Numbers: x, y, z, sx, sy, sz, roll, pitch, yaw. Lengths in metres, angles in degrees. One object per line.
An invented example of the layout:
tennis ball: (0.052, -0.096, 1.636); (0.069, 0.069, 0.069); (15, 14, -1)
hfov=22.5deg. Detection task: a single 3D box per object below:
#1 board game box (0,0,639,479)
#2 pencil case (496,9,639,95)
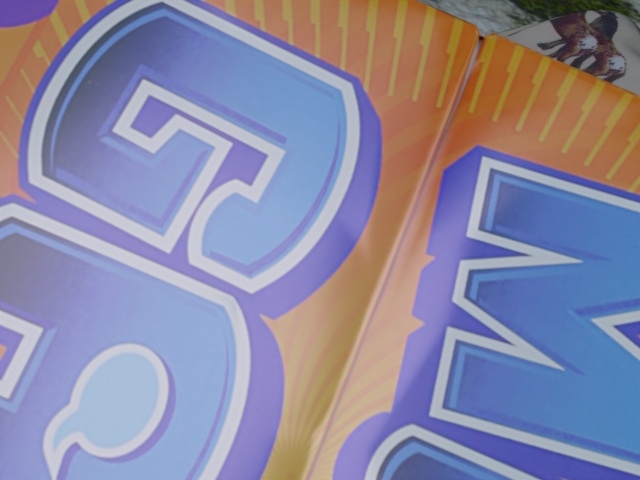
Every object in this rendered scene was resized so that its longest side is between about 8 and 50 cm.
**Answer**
board game box: (-0.038, 0.145, 0.614); (0.356, 0.356, 0.356); (24, 63, 0)
pencil case: (0.258, 0.015, 1.126); (0.183, 0.160, 0.410); (19, 33, -47)
